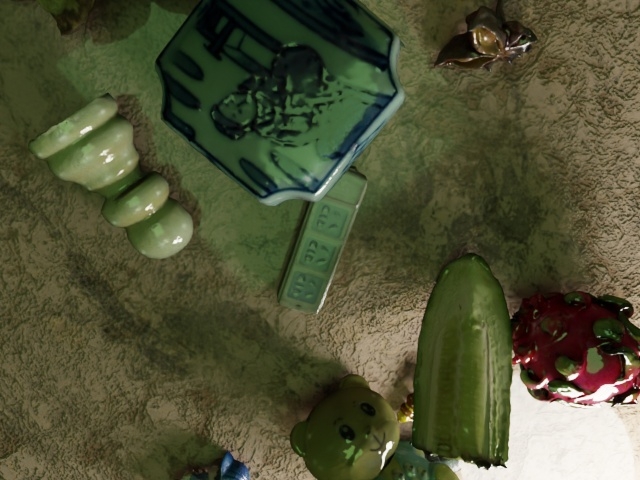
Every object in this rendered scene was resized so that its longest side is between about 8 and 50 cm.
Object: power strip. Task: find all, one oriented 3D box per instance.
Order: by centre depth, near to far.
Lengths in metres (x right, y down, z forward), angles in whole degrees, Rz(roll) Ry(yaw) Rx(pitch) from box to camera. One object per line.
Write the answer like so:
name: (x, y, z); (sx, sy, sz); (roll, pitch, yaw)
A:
power strip: (-0.001, 0.000, 0.833); (0.078, 0.052, 0.272); (18, 103, -8)

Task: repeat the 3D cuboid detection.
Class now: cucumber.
cucumber: (0.236, 0.190, 0.838); (0.105, 0.145, 0.325); (18, 68, -29)

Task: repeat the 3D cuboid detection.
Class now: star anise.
star anise: (0.271, -0.368, 0.740); (0.219, 0.148, 0.227); (0, 77, 28)

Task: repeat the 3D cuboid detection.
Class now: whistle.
whistle: (0.182, 0.292, 0.948); (0.046, 0.057, 0.109); (43, 113, 30)

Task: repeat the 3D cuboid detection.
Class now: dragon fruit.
dragon fruit: (0.441, 0.190, 0.870); (0.273, 0.198, 0.218); (36, 89, -37)

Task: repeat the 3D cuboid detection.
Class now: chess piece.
chess piece: (-0.285, -0.078, 0.758); (0.133, 0.133, 0.243); (-33, 113, 4)

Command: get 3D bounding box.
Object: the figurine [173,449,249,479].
figurine: (-0.195, 0.440, 0.929); (0.136, 0.079, 0.077); (-28, 148, -2)

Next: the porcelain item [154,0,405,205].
porcelain item: (-0.050, -0.208, 0.692); (0.281, 0.157, 0.286); (42, 98, 0)

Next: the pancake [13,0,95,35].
pancake: (-0.353, -0.376, 0.640); (0.235, 0.029, 0.211); (42, 131, 12)

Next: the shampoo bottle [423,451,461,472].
shampoo bottle: (0.157, 0.437, 0.968); (0.208, 0.057, 0.063); (-22, 107, 1)

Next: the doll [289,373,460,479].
doll: (0.085, 0.368, 0.869); (0.177, 0.161, 0.260); (-39, 85, -28)
